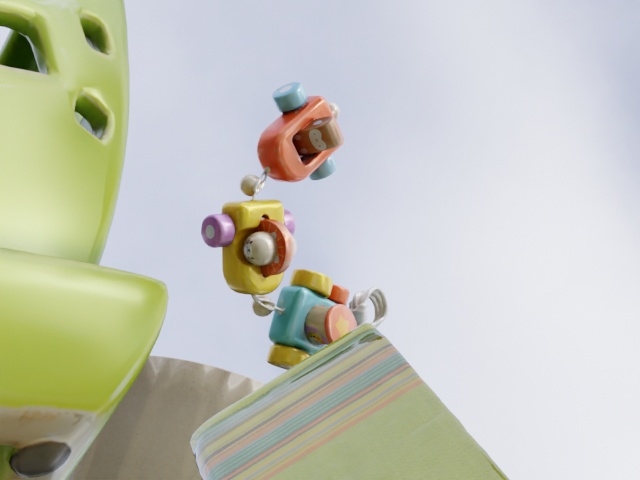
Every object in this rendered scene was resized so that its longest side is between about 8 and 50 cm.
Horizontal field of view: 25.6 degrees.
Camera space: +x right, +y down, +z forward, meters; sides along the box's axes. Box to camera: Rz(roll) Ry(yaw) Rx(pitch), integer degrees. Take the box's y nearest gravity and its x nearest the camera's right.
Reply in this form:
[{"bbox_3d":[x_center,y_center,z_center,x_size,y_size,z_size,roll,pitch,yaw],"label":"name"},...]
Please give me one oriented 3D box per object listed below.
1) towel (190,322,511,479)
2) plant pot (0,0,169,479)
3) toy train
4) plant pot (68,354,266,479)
[{"bbox_3d":[0.011,0.098,0.541,0.102,0.237,0.021,-32,-71,-4],"label":"towel"},{"bbox_3d":[-0.188,0.012,0.437,0.227,0.228,0.207,-52,-136,33],"label":"plant pot"},{"bbox_3d":[0.000,0.000,0.806,0.046,0.125,0.166,3,-57,46],"label":"toy train"},{"bbox_3d":[-0.125,0.276,1.171,0.256,0.274,0.256,12,-29,7],"label":"plant pot"}]
